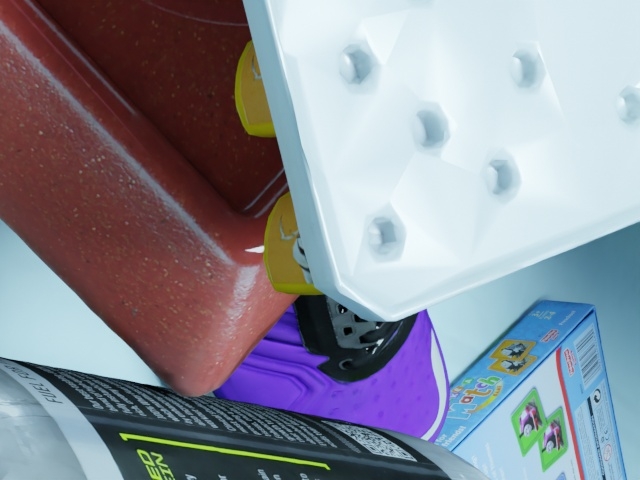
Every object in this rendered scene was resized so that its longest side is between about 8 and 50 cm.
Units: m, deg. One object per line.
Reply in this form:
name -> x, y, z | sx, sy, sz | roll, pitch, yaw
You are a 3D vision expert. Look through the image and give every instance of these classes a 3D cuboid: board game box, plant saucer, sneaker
board game box -> 0.088, 0.150, 0.801 | 0.211, 0.039, 0.160 | -38, 123, -42
board game box -> 0.095, -0.216, 0.473 | 0.390, 0.050, 0.389 | -20, 100, -36
plant saucer -> -0.033, -0.130, 0.465 | 0.258, 0.048, 0.259 | 47, 70, -16
sneaker -> -0.001, 0.000, 0.592 | 0.293, 0.146, 0.102 | 55, 53, -36

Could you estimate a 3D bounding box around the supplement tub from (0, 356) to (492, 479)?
supplement tub -> -0.073, 0.139, 0.489 | 0.316, 0.194, 0.193 | 19, 80, -49
